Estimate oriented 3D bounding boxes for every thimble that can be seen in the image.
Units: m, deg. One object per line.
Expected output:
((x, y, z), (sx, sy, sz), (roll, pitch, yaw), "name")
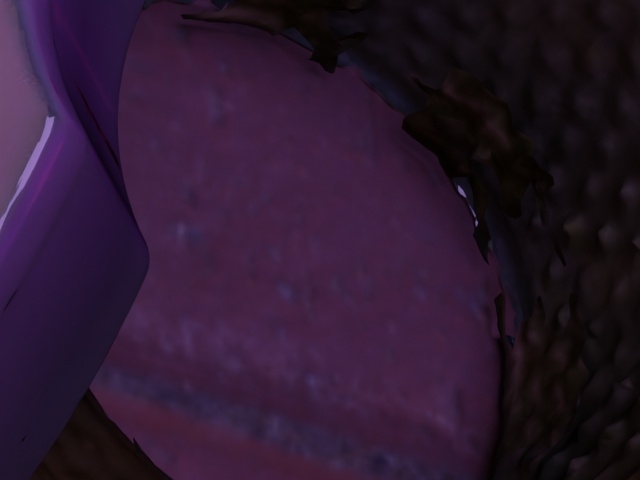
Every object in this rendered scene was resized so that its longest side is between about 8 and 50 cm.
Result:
((0.000, 0.000, 0.606), (0.271, 0.150, 0.271), (12, 65, -25), "thimble")

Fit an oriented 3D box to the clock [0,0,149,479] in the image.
((-0.197, -0.050, 0.452), (0.338, 0.102, 0.338), (-2, 72, 7), "clock")
